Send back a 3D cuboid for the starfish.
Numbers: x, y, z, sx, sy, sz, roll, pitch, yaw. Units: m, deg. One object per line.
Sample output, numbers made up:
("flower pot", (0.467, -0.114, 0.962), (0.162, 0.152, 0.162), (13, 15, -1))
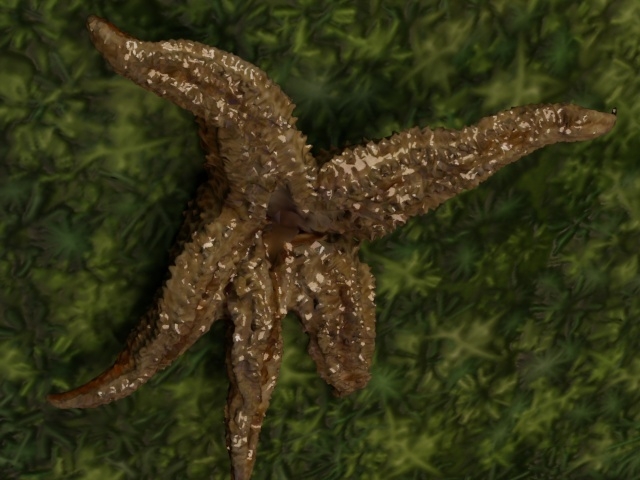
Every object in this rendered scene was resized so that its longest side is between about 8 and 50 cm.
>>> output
("starfish", (-0.014, 0.017, 0.968), (0.301, 0.084, 0.294), (4, 125, -21))
